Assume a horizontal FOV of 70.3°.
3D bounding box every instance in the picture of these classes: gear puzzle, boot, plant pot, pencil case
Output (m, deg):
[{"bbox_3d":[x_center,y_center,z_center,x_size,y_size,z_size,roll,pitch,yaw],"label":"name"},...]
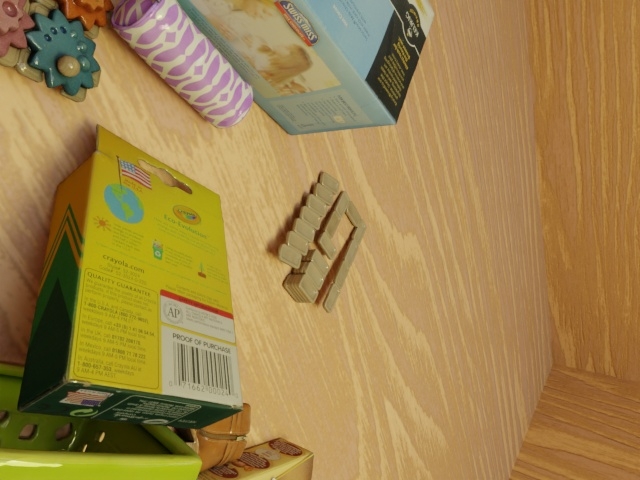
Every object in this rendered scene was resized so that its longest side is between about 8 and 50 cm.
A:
[{"bbox_3d":[-0.270,-0.330,0.473,0.175,0.044,0.338,24,70,-64],"label":"gear puzzle"},{"bbox_3d":[-0.159,0.250,0.690,0.152,0.073,0.197,24,85,-50],"label":"boot"},{"bbox_3d":[-0.291,0.248,0.416,0.228,0.227,0.207,35,74,-47],"label":"plant pot"},{"bbox_3d":[-0.170,-0.236,0.591,0.206,0.087,0.088,47,52,-55],"label":"pencil case"}]

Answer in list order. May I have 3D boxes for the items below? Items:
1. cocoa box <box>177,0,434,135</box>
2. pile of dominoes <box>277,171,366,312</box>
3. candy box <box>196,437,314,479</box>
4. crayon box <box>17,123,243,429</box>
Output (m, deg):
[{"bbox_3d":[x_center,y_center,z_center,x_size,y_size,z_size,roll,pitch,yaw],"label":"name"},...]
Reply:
[{"bbox_3d":[-0.030,-0.344,0.648,0.347,0.232,0.227,36,67,-46],"label":"cocoa box"},{"bbox_3d":[0.000,0.000,0.892,0.196,0.040,0.251,56,45,-36],"label":"pile of dominoes"},{"bbox_3d":[-0.149,0.443,0.703,0.317,0.088,0.182,10,86,-50],"label":"candy box"},{"bbox_3d":[-0.199,0.039,0.526,0.202,0.081,0.318,33,34,-46],"label":"crayon box"}]
